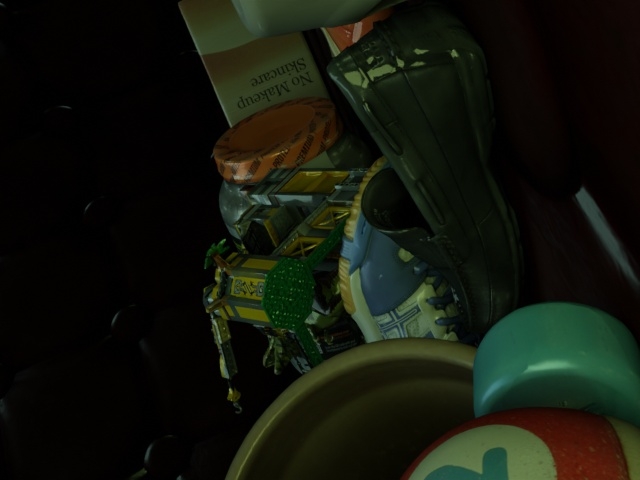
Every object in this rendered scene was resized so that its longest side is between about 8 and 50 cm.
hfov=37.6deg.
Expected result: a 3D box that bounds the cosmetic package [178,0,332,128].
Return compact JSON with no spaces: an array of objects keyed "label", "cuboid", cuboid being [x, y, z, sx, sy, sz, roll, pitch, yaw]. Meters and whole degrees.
[{"label":"cosmetic package","cuboid":[-0.074,-0.220,1.345,0.129,0.153,0.296,0,-115,-90]}]

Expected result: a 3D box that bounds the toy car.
[{"label":"toy car","cuboid":[0.004,0.147,0.366,0.219,0.238,0.210,-79,-4,-52]}]

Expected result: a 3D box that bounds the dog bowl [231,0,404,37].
[{"label":"dog bowl","cuboid":[-0.044,-0.247,0.399,0.349,0.102,0.349,158,90,-89]}]

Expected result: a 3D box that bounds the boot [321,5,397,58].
[{"label":"boot","cuboid":[0.008,-0.181,0.622,0.158,0.059,0.084,57,171,31]}]

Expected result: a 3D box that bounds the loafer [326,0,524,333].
[{"label":"loafer","cuboid":[0.060,-0.025,0.518,0.076,0.078,0.223,-113,1,-48]}]

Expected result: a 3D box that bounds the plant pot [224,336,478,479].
[{"label":"plant pot","cuboid":[0.091,0.217,0.622,0.229,0.263,0.263,36,-154,-58]}]

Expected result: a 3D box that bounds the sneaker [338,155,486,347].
[{"label":"sneaker","cuboid":[0.097,0.069,0.764,0.131,0.112,0.296,16,126,33]}]

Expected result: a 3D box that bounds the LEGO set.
[{"label":"LEGO set","cuboid":[-0.011,0.081,0.929,0.192,0.255,0.331,4,138,43]}]

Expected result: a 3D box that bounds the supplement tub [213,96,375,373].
[{"label":"supplement tub","cuboid":[0.000,0.000,1.139,0.193,0.193,0.316,-115,1,-62]}]
